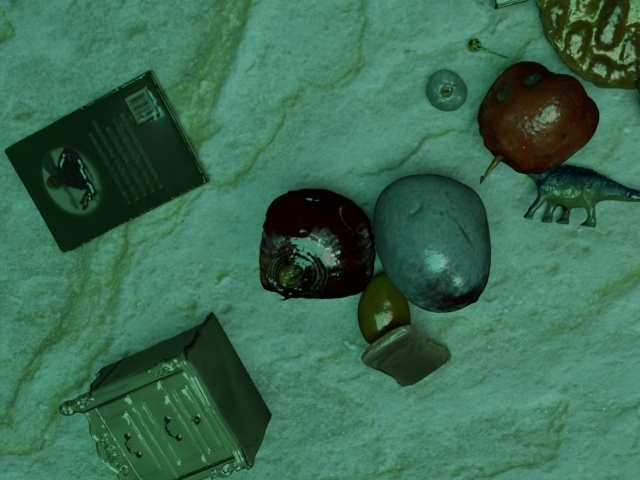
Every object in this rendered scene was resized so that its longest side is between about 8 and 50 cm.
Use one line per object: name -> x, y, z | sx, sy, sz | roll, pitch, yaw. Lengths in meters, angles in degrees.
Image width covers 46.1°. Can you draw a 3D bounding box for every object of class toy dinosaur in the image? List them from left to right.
toy dinosaur -> 0.488, -0.096, 1.461 | 0.363, 0.076, 0.147 | 15, 96, 9

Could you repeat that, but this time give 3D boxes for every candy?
candy -> 0.322, -0.365, 1.439 | 0.083, 0.025, 0.023 | 15, 135, -6

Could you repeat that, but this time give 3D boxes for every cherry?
cherry -> 0.216, -0.001, 1.431 | 0.218, 0.296, 0.255 | -18, 132, 13

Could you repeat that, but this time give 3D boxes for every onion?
onion -> 0.005, -0.001, 1.471 | 0.207, 0.216, 0.206 | 4, 108, 12

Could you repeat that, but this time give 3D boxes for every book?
book -> -0.450, -0.159, 1.586 | 0.371, 0.043, 0.260 | -24, 99, 12

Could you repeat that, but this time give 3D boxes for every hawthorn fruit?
hawthorn fruit -> 0.369, -0.200, 1.376 | 0.207, 0.207, 0.243 | 39, 101, -4

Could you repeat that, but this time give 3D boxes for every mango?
mango -> 0.130, 0.148, 1.573 | 0.111, 0.089, 0.163 | -14, 94, -1

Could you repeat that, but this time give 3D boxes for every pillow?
pillow -> 0.180, 0.243, 1.566 | 0.135, 0.034, 0.211 | -35, 137, 16

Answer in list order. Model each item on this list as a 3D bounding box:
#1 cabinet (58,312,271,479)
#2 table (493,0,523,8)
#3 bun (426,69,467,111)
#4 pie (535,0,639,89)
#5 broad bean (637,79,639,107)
cabinet -> -0.326, 0.373, 1.620 | 0.318, 0.227, 0.289 | -24, 102, 13
table -> 0.344, -0.472, 1.372 | 0.063, 0.079, 0.083 | -12, 102, 12
bun -> 0.243, -0.289, 1.454 | 0.083, 0.045, 0.083 | 1, 102, 4
pie -> 0.558, -0.433, 1.358 | 0.340, 0.083, 0.339 | 1, 104, 5
broad bean -> 0.708, -0.263, 1.377 | 0.292, 0.049, 0.144 | -3, 138, -6
